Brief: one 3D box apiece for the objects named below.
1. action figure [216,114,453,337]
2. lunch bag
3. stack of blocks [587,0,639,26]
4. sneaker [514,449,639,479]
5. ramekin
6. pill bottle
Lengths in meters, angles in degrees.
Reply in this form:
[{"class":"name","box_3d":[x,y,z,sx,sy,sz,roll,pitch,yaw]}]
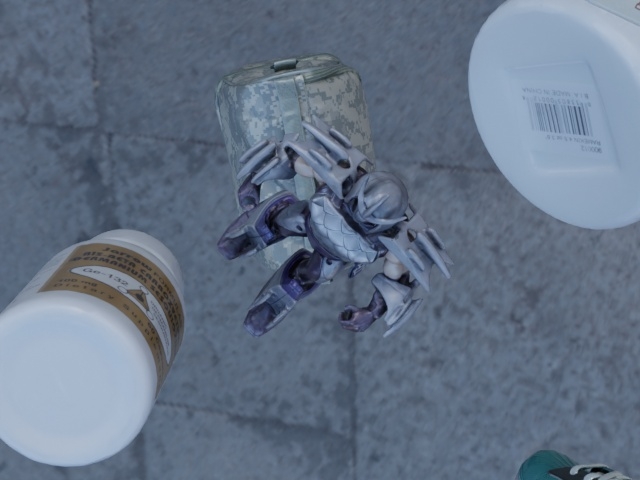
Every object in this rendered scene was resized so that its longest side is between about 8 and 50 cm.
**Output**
[{"class":"action figure","box_3d":[0.000,0.000,0.995,0.185,0.099,0.285,57,156,-2]},{"class":"lunch bag","box_3d":[-0.028,-0.106,1.696,0.213,0.256,0.305,-10,101,1]},{"class":"stack of blocks","box_3d":[0.248,-0.108,0.571,0.297,0.087,0.171,31,111,22]},{"class":"sneaker","box_3d":[0.311,0.267,1.145,0.302,0.108,0.121,37,115,48]},{"class":"ramekin","box_3d":[0.277,-0.146,1.196,0.277,0.135,0.277,35,141,34]},{"class":"pill bottle","box_3d":[-0.176,0.071,0.953,0.131,0.229,0.131,1,107,3]}]
